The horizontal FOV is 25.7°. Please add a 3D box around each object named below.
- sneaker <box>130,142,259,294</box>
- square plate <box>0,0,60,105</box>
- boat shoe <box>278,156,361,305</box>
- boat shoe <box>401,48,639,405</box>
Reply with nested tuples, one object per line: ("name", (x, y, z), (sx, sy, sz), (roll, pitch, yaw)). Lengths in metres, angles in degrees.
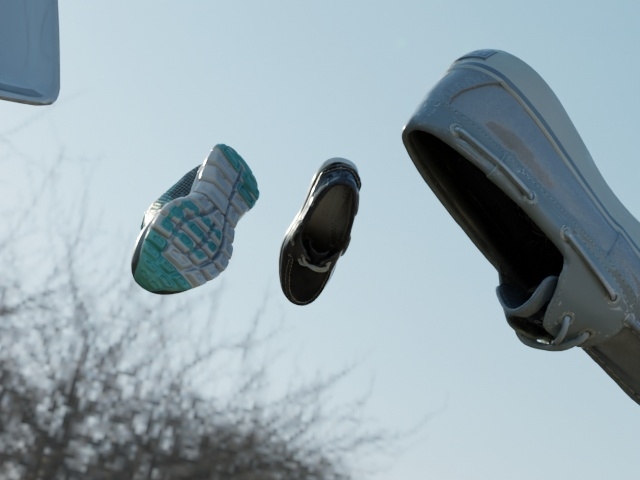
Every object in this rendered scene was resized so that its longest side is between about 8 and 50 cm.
("sneaker", (-0.101, -0.003, 1.006), (0.076, 0.166, 0.065), (-30, -76, 30))
("square plate", (-0.318, -0.238, 0.783), (0.344, 0.347, 0.049), (10, -34, -28))
("boat shoe", (0.000, 0.000, 1.042), (0.046, 0.038, 0.125), (18, -64, -12))
("boat shoe", (0.118, 0.014, 0.712), (0.227, 0.081, 0.079), (53, -28, -10))
